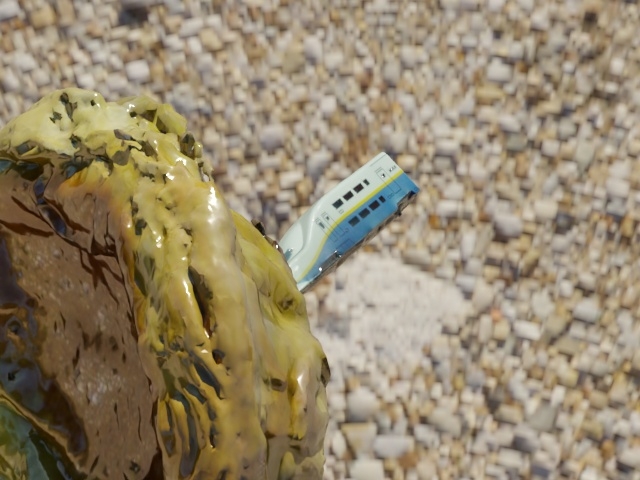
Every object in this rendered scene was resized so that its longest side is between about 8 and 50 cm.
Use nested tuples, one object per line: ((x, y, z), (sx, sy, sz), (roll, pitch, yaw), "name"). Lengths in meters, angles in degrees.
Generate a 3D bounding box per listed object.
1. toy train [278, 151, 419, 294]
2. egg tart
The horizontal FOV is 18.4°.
((0.000, 0.000, 1.523), (0.051, 0.052, 0.234), (48, 37, 3), "toy train")
((-0.095, 0.091, 1.033), (0.150, 0.352, 0.352), (1, 63, -32), "egg tart")
